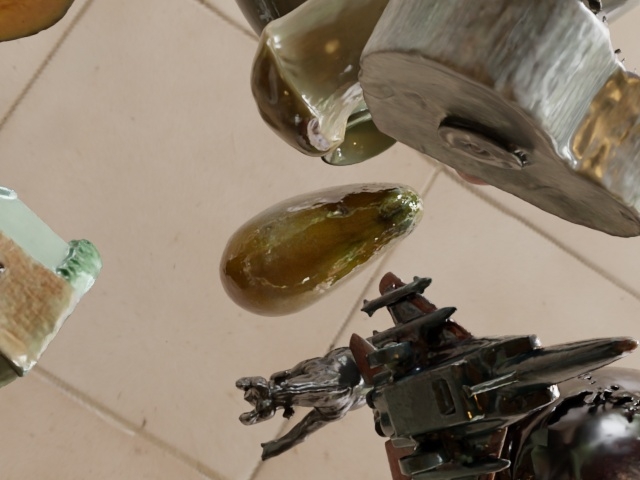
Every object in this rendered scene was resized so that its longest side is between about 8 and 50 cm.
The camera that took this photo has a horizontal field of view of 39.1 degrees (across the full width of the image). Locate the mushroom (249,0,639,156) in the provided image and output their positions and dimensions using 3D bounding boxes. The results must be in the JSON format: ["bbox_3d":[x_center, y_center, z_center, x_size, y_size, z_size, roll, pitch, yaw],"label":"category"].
[{"bbox_3d":[0.089,-0.178,0.610,0.328,0.122,0.159,-27,107,24],"label":"mushroom"}]

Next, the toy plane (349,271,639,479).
[{"bbox_3d":[0.113,0.112,0.686,0.104,0.326,0.223,-13,79,-23],"label":"toy plane"}]

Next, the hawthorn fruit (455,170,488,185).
[{"bbox_3d":[0.211,-0.127,1.135,0.128,0.128,0.128,1,84,-10],"label":"hawthorn fruit"}]

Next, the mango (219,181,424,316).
[{"bbox_3d":[0.000,0.000,1.207,0.316,0.193,0.146,-27,100,28],"label":"mango"}]

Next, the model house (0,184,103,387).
[{"bbox_3d":[-0.514,0.024,1.273,0.325,0.194,0.267,50,34,-20],"label":"model house"}]

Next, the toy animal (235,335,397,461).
[{"bbox_3d":[0.020,0.144,0.861,0.232,0.148,0.085,-10,76,-29],"label":"toy animal"}]

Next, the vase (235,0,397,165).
[{"bbox_3d":[0.002,-0.264,1.204,0.173,0.173,0.321,-20,72,-11],"label":"vase"}]

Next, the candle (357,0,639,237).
[{"bbox_3d":[0.092,-0.076,0.471,0.192,0.168,0.068,33,85,-34],"label":"candle"}]

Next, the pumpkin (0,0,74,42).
[{"bbox_3d":[-0.282,-0.286,0.784,0.149,0.254,0.131,6,65,-18],"label":"pumpkin"}]

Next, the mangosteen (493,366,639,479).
[{"bbox_3d":[0.388,0.352,1.291,0.421,0.381,0.381,26,76,39],"label":"mangosteen"}]
